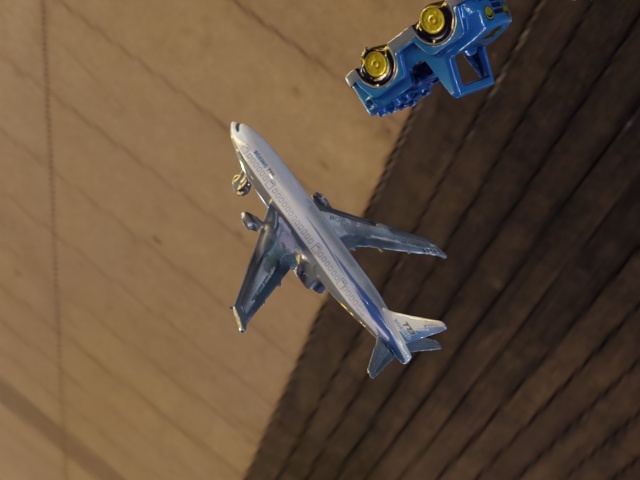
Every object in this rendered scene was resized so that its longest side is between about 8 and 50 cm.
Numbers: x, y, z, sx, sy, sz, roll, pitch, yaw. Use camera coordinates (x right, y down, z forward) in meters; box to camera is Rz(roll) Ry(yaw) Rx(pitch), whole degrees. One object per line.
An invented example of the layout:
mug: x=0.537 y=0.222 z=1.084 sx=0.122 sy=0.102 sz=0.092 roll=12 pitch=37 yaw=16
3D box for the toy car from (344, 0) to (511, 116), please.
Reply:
toy car: x=0.121 y=-0.187 z=1.351 sx=0.191 sy=0.097 sz=0.100 roll=-35 pitch=84 yaw=36

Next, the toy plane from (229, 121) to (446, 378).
toy plane: x=-0.001 y=0.003 z=0.921 sx=0.226 sy=0.226 sz=0.058 roll=46 pitch=127 yaw=23
